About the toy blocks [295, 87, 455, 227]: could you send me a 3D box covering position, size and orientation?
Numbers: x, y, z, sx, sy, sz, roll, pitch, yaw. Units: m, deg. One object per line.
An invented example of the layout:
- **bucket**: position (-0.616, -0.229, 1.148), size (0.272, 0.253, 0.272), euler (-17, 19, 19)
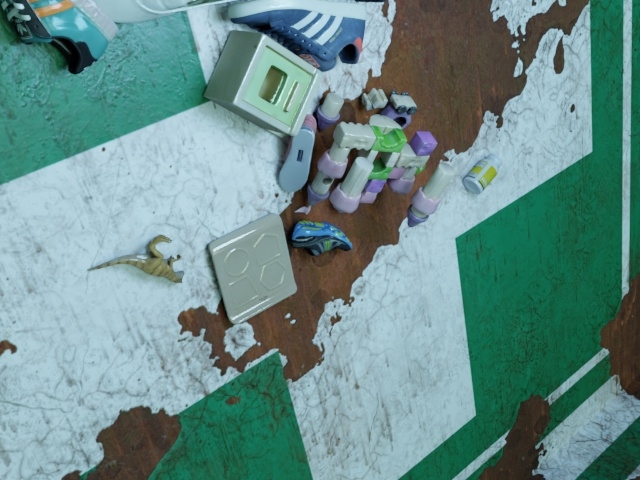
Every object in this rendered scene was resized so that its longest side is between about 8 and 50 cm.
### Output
- **toy blocks**: position (0.105, -0.165, 1.739), size (0.289, 0.308, 0.260), euler (0, 138, -28)

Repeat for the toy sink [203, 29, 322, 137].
- **toy sink**: position (-0.095, -0.313, 1.538), size (0.234, 0.131, 0.152), euler (25, 90, -43)

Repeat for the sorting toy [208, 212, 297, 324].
- **sorting toy**: position (-0.155, 0.063, 1.693), size (0.193, 0.038, 0.208), euler (-28, 117, -30)

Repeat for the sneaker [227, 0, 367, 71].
- **sneaker**: position (-0.036, -0.428, 1.546), size (0.350, 0.131, 0.148), euler (-9, 107, -38)

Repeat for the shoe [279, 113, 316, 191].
- **shoe**: position (-0.047, -0.198, 1.666), size (0.064, 0.081, 0.178), euler (15, 130, -4)

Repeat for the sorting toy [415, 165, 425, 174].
- **sorting toy**: position (0.243, -0.221, 1.904), size (0.042, 0.061, 0.102), euler (47, 51, -39)

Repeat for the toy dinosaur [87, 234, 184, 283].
- **toy dinosaur**: position (-0.349, 0.042, 1.500), size (0.212, 0.064, 0.112), euler (20, 93, -42)

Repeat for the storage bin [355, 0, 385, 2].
- **storage bin**: position (0.127, -0.623, 1.619), size (0.084, 0.122, 0.180), euler (33, 83, -42)

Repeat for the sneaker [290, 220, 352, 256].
- **sneaker**: position (0.000, 0.000, 1.788), size (0.188, 0.067, 0.078), euler (9, 121, -43)

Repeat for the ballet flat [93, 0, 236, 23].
- **ballet flat**: position (-0.233, -0.486, 1.362), size (0.400, 0.139, 0.139), euler (-21, 118, -33)

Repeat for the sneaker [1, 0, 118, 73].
- **sneaker**: position (-0.475, -0.394, 1.207), size (0.302, 0.108, 0.121), euler (39, 75, -43)

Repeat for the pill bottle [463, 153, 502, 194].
- **pill bottle**: position (0.465, -0.192, 2.097), size (0.116, 0.065, 0.065), euler (-47, 129, -16)
